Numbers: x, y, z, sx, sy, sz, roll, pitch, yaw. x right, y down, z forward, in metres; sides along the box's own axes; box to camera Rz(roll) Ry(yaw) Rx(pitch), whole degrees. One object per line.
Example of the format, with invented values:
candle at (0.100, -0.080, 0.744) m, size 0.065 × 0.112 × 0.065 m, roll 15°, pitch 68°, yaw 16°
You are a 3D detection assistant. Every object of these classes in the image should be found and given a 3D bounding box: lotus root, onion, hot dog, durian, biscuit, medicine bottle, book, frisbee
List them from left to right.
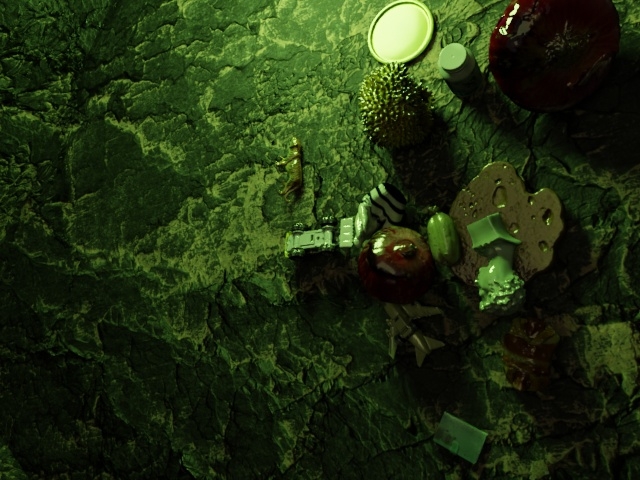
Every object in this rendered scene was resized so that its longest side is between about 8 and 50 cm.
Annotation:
durian at (0.230, -0.429, 1.601) m, size 0.258 × 0.258 × 0.293 m, roll -16°, pitch 72°, yaw 25°
onion at (0.235, 0.071, 1.548) m, size 0.246 × 0.190 × 0.246 m, roll 3°, pitch 59°, yaw -5°
frisbee at (0.273, -0.711, 1.733) m, size 0.235 × 0.017 × 0.236 m, roll -4°, pitch 82°, yaw 28°
lotus root at (0.363, -0.015, 1.502) m, size 0.090 × 0.077 × 0.183 m, roll -23°, pitch 72°, yaw 43°
book at (0.412, 0.586, 1.502) m, size 0.135 × 0.017 × 0.103 m, roll 23°, pitch 94°, yaw 28°
medicine bottle at (0.421, -0.517, 1.533) m, size 0.107 × 0.191 × 0.107 m, roll -3°, pitch 82°, yaw 27°
biscuit at (0.526, -0.041, 1.488) m, size 0.358 × 0.074 × 0.381 m, roll 4°, pitch 85°, yaw 28°
hot dog at (0.575, 0.317, 1.402) m, size 0.146 × 0.103 × 0.213 m, roll 8°, pitch 88°, yaw 27°
onion at (0.633, -0.540, 1.412) m, size 0.347 × 0.285 × 0.348 m, roll 2°, pitch 117°, yaw 4°

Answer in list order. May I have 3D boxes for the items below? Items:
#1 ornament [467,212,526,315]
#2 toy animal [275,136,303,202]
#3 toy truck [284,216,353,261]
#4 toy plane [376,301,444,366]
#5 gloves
ornament at (0.493, 0.065, 1.396) m, size 0.130 × 0.120 × 0.285 m, roll -10°, pitch 81°, yaw 50°
toy animal at (-0.110, -0.259, 1.855) m, size 0.099 × 0.056 × 0.241 m, roll -9°, pitch 79°, yaw 26°
toy truck at (0.000, 0.000, 1.732) m, size 0.285 × 0.111 × 0.136 m, roll -8°, pitch 68°, yaw 30°
toy plane at (0.265, 0.257, 1.579) m, size 0.256 × 0.104 × 0.242 m, roll 47°, pitch 121°, yaw 17°
gloves at (0.175, -0.075, 1.648) m, size 0.219 × 0.140 × 0.131 m, roll -47°, pitch 46°, yaw 29°
